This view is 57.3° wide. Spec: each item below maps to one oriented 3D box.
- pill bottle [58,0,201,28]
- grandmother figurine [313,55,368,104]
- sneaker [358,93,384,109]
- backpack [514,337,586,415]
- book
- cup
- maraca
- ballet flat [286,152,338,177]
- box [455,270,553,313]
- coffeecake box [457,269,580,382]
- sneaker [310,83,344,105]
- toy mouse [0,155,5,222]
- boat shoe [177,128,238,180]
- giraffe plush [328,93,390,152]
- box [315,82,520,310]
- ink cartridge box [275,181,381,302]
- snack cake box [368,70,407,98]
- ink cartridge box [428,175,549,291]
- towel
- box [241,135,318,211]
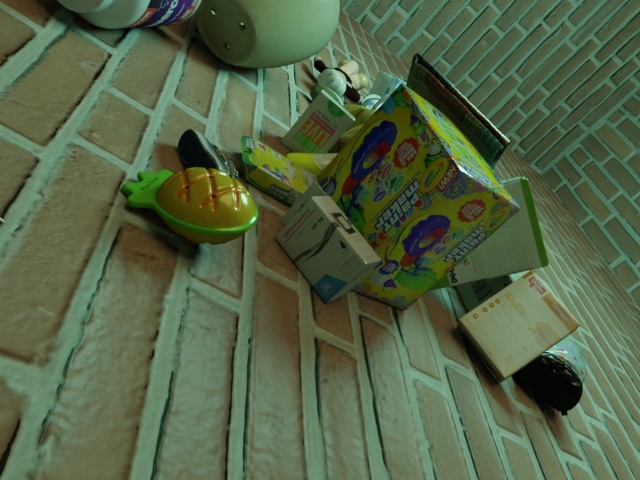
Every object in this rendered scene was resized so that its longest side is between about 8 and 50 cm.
[{"bbox_3d":[-0.361,-0.496,1.104,0.181,0.181,0.323,42,26,-4],"label":"pill bottle"},{"bbox_3d":[0.060,-0.509,1.841,0.208,0.104,0.342,31,24,-1],"label":"grandmother figurine"},{"bbox_3d":[0.219,-0.364,1.792,0.122,0.110,0.283,32,15,38],"label":"sneaker"},{"bbox_3d":[0.505,0.272,1.276,0.152,0.115,0.182,44,23,7],"label":"backpack"},{"bbox_3d":[-0.005,-0.242,1.278,0.096,0.144,0.035,40,26,-8],"label":"book"},{"bbox_3d":[-0.155,-0.542,1.379,0.331,0.331,0.237,42,51,-3],"label":"cup"},{"bbox_3d":[-0.176,-0.054,0.805,0.186,0.099,0.127,19,30,4],"label":"maraca"},{"bbox_3d":[0.035,-0.143,1.264,0.231,0.077,0.077,31,29,-25],"label":"ballet flat"},{"bbox_3d":[0.449,0.143,1.375,0.232,0.127,0.148,27,30,-31],"label":"box"},{"bbox_3d":[0.395,0.172,1.179,0.142,0.186,0.068,55,-5,23],"label":"coffeecake box"},{"bbox_3d":[0.026,-0.356,1.590,0.192,0.064,0.086,54,22,14],"label":"sneaker"},{"bbox_3d":[-0.401,-0.103,0.619,0.161,0.031,0.143,25,31,-34],"label":"toy mouse"},{"bbox_3d":[-0.166,-0.109,0.932,0.066,0.066,0.183,17,36,-46],"label":"boat shoe"},{"bbox_3d":[0.110,-0.238,1.455,0.181,0.210,0.170,51,-12,49],"label":"giraffe plush"},{"bbox_3d":[0.156,-0.079,1.095,0.177,0.290,0.279,24,31,-36],"label":"box"},{"bbox_3d":[0.000,0.000,0.964,0.180,0.104,0.060,51,27,16],"label":"ink cartridge box"},{"bbox_3d":[0.261,-0.453,1.963,0.089,0.152,0.264,35,19,31],"label":"snack cake box"},{"bbox_3d":[0.328,-0.014,1.248,0.097,0.255,0.188,-40,115,-75],"label":"ink cartridge box"},{"bbox_3d":[0.276,-0.229,1.314,0.271,0.040,0.370,48,-7,12],"label":"towel"},{"bbox_3d":[-0.081,-0.123,1.107,0.179,0.043,0.105,31,28,-30],"label":"box"}]
